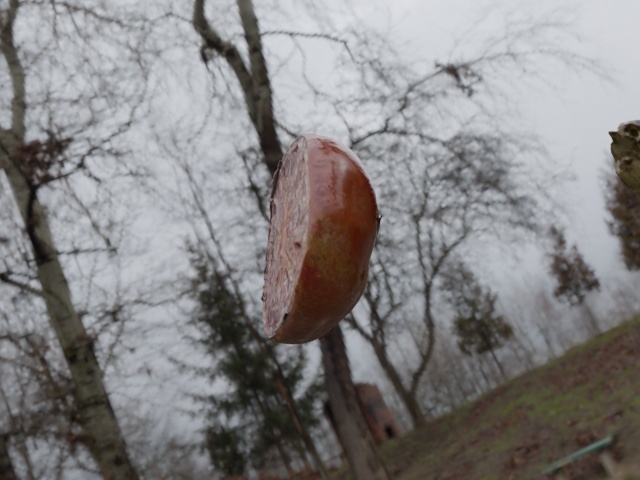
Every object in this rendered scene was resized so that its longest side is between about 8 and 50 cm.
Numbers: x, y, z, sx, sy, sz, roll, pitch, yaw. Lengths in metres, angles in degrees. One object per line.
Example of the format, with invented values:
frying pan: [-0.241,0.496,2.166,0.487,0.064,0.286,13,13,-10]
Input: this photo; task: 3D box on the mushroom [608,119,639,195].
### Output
mushroom: [0.704,-0.201,1.658,0.356,0.331,0.334,-51,1,13]

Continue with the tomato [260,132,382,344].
tomato: [0.000,0.000,1.029,0.095,0.236,0.237,9,-26,-15]
